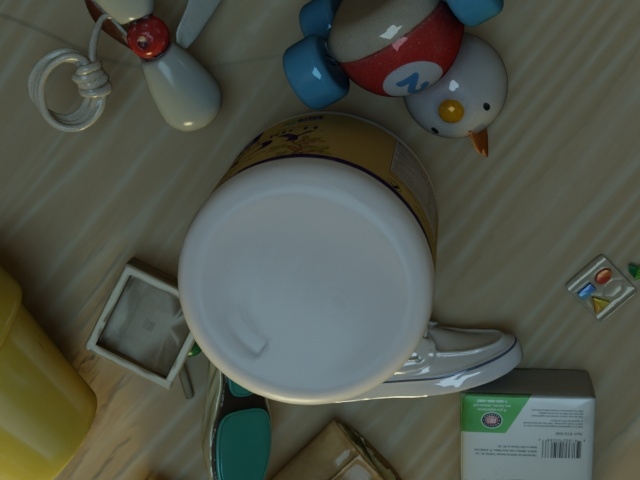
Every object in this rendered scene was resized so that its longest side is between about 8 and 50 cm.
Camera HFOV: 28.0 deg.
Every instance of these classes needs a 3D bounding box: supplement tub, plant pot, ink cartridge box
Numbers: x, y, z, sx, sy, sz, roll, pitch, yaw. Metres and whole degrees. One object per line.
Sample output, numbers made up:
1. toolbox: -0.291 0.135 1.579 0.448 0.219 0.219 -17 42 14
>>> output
1. supplement tub: 0.000 0.000 1.311 0.241 0.331 0.241 2 107 5
2. plant pot: -0.397 0.167 1.467 0.254 0.254 0.239 -40 115 16
3. ink cartridge box: 0.237 0.260 1.492 0.153 0.087 0.208 1 106 5

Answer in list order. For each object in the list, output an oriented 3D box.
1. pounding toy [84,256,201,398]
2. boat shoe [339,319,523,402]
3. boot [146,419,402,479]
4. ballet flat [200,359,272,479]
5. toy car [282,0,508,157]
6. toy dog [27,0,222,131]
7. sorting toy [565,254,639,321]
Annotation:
1. pounding toy: -0.188 0.109 1.500 0.141 0.100 0.130 27 94 -5
2. boat shoe: 0.098 0.126 1.463 0.258 0.095 0.084 -11 110 8
3. boot: -0.069 0.306 1.547 0.269 0.089 0.236 -42 101 13
4. ballet flat: -0.102 0.186 1.495 0.086 0.086 0.248 4 92 5
5. toy car: 0.123 -0.174 1.326 0.219 0.210 0.238 -27 115 24
6. toy dog: -0.207 -0.289 1.366 0.220 0.161 0.333 -1 122 4
7. sorting toy: 0.329 0.047 1.456 0.062 0.012 0.083 45 107 -7
